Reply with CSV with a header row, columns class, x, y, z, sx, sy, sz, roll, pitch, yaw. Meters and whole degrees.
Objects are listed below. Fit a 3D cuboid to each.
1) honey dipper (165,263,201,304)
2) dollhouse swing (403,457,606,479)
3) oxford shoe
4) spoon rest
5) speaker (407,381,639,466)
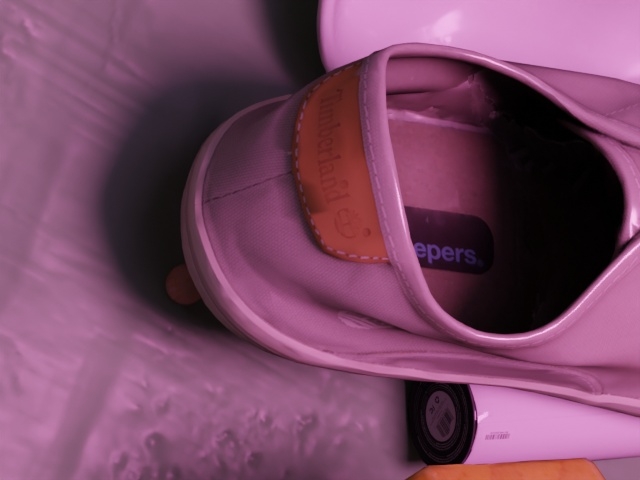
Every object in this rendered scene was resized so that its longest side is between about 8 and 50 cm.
class,x,y,z,sx,sy,sz,roll,pitch,yaw
honey dipper,0.000,0.000,0.841,0.161,0.030,0.030,-20,95,-29
dollhouse swing,0.118,0.303,0.731,0.305,0.315,0.346,31,24,-57
oxford shoe,0.157,-0.005,0.833,0.449,0.130,0.169,4,69,-32
spoon rest,0.120,-0.115,0.883,0.276,0.084,0.137,-3,124,-34
speaker,0.113,0.080,0.884,0.136,0.055,0.055,0,85,-33
